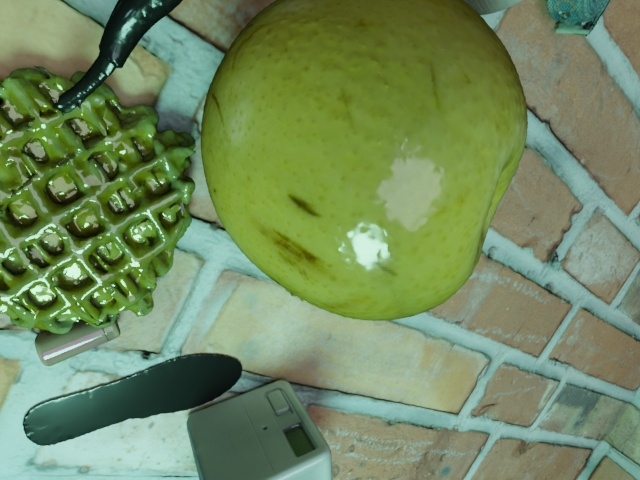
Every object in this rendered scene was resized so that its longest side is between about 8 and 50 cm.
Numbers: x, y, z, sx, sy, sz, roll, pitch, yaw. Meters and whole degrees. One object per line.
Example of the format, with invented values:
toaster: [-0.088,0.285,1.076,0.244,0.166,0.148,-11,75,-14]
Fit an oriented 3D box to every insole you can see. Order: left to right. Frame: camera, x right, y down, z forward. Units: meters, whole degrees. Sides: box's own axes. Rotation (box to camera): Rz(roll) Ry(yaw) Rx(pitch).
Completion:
insole: [-0.279,0.246,0.689,0.322,0.007,0.109,-10,115,-25]

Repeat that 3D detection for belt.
belt: [0.446,-0.458,0.730,0.147,0.082,0.163,30,92,-46]

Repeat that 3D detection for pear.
pear: [0.044,-0.093,0.473,0.348,0.348,0.348,-12,117,-24]

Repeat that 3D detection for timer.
timer: [-0.101,0.394,0.741,0.194,0.192,0.195,-14,118,-24]

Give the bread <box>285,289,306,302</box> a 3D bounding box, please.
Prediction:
bread: [0.000,0.001,0.685,0.134,0.085,0.173,-15,119,-23]

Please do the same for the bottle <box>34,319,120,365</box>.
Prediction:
bottle: [-0.325,0.129,0.588,0.096,0.045,0.045,-22,121,-21]

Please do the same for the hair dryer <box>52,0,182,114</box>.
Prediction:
hair dryer: [-0.169,-0.272,0.407,0.359,0.304,0.120,-43,166,16]

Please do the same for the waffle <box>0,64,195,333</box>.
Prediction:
waffle: [-0.299,-0.034,0.510,0.297,0.073,0.317,14,103,-34]

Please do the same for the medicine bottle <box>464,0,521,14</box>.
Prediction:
medicine bottle: [0.145,-0.462,0.481,0.371,0.211,0.211,33,94,-35]
